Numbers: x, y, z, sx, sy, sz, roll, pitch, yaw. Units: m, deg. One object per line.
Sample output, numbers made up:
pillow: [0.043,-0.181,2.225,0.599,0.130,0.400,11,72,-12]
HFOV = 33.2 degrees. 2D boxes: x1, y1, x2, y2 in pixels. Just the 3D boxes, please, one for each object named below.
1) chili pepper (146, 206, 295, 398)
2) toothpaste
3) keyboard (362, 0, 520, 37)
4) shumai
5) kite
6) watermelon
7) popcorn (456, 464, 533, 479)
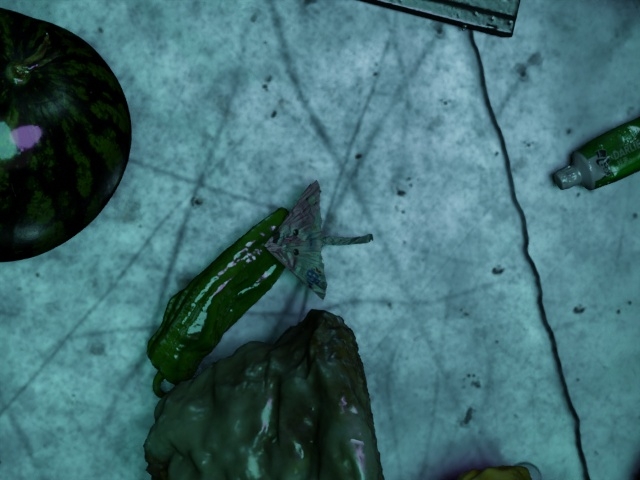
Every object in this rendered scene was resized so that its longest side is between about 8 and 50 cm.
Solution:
chili pepper: [-0.114,0.070,1.212,0.074,0.100,0.257,43,88,20]
toothpaste: [0.394,-0.121,1.293,0.248,0.047,0.078,-25,98,-8]
keyboard: [0.088,-0.314,1.251,0.310,0.018,0.101,12,90,-9]
shumai: [-0.064,0.241,1.132,0.263,0.304,0.309,-11,93,3]
kite: [0.000,0.000,1.222,0.157,0.011,0.139,-2,93,-38]
watermelon: [-0.331,-0.107,1.090,0.269,0.269,0.269,0,93,-8]
popcorn: [0.222,0.371,1.204,0.250,0.250,0.190,36,126,-8]
